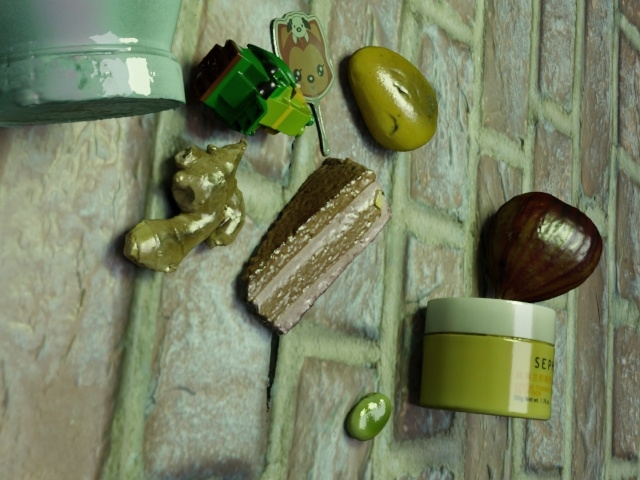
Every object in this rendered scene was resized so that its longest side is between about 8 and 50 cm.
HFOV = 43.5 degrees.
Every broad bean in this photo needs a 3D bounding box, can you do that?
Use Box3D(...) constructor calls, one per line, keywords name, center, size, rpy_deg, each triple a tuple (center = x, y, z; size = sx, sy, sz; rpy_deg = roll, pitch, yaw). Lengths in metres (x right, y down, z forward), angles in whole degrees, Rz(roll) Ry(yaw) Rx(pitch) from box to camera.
Box3D(name="broad bean", center=(0.074, 0.271, 1.230), size=(0.083, 0.045, 0.063), rpy_deg=(-45, 119, -34))

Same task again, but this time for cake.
Box3D(name="cake", center=(0.000, 0.000, 1.126), size=(0.295, 0.113, 0.116), rpy_deg=(-54, 124, -31))

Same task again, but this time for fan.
Box3D(name="fan", center=(-0.014, -0.233, 1.198), size=(0.132, 0.009, 0.219), rpy_deg=(-24, 104, -48))

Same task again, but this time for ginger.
Box3D(name="ginger", center=(-0.161, -0.043, 0.968), size=(0.214, 0.059, 0.132), rpy_deg=(-27, 115, -47))

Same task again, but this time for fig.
Box3D(name="fig", center=(0.385, 0.068, 1.536), size=(0.320, 0.217, 0.217), rpy_deg=(-54, 128, -14))

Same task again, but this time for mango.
Box3D(name="mango", center=(0.115, -0.229, 1.286), size=(0.195, 0.098, 0.137), rpy_deg=(43, 59, -33))

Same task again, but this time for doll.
Box3D(name="doll", center=(-0.077, -0.185, 1.032), size=(0.134, 0.106, 0.186), rpy_deg=(48, 18, 17))

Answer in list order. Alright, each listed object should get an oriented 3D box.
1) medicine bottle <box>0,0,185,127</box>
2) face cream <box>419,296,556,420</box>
Box3D(name="medicine bottle", center=(-0.240, -0.260, 0.751), size=(0.245, 0.245, 0.289), rpy_deg=(-14, 99, -50))
Box3D(name="face cream", center=(0.280, 0.201, 1.346), size=(0.218, 0.218, 0.179), rpy_deg=(19, 73, -48))
